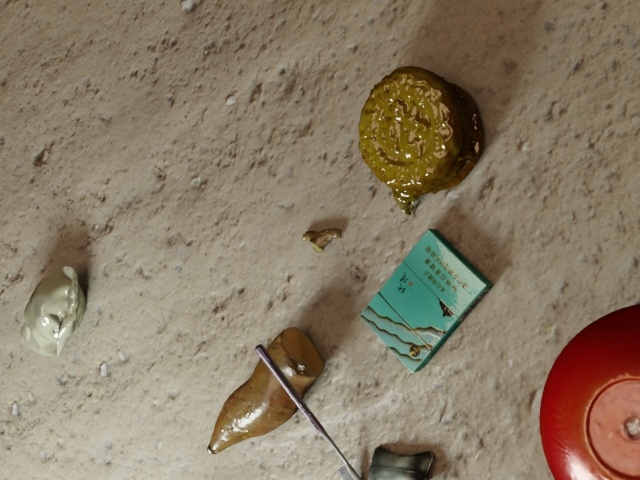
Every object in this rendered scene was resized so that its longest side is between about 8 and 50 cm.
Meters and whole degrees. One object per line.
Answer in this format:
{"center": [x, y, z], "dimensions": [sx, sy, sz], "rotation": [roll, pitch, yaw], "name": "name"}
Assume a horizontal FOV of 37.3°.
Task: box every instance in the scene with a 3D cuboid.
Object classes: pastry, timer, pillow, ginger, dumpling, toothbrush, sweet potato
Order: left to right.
{"center": [-0.641, 0.173, 2.295], "dimensions": [0.162, 0.132, 0.250], "rotation": [44, 111, 30], "name": "dumpling"}
{"center": [-0.121, 0.339, 1.959], "dimensions": [0.131, 0.131, 0.336], "rotation": [46, 112, 25], "name": "sweet potato"}
{"center": [-0.025, 0.350, 1.860], "dimensions": [0.029, 0.024, 0.354], "rotation": [-35, 98, 0], "name": "toothbrush"}
{"center": [-0.001, 0.001, 1.946], "dimensions": [0.097, 0.030, 0.048], "rotation": [-6, 84, 34], "name": "ginger"}
{"center": [0.149, 0.444, 1.817], "dimensions": [0.136, 0.055, 0.091], "rotation": [2, 87, 31], "name": "pillow"}
{"center": [0.174, -0.202, 1.780], "dimensions": [0.235, 0.132, 0.240], "rotation": [-34, 70, 26], "name": "pastry"}
{"center": [0.525, 0.282, 1.451], "dimensions": [0.378, 0.279, 0.378], "rotation": [-3, 84, 35], "name": "timer"}

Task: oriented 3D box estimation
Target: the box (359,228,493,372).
{"center": [0.197, 0.116, 1.806], "dimensions": [0.162, 0.041, 0.229], "rotation": [47, 112, 25], "name": "box"}
